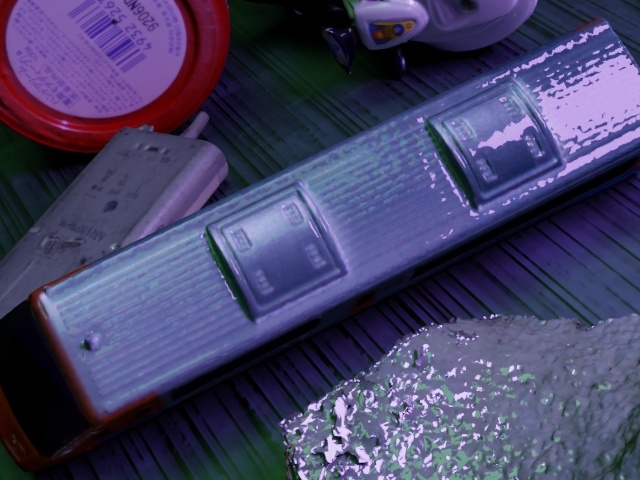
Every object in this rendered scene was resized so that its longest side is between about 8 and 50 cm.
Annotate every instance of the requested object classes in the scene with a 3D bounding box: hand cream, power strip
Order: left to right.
[{"bbox_3d":[-0.163,-0.168,0.804,0.193,0.193,0.125,-18,44,0],"label":"hand cream"},{"bbox_3d":[-0.144,-0.001,0.732,0.092,0.034,0.268,11,49,29],"label":"power strip"}]

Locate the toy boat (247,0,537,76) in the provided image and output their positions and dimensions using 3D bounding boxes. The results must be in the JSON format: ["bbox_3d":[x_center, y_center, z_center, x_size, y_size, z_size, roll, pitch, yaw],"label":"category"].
[{"bbox_3d":[0.024,-0.200,0.821,0.141,0.141,0.269,-35,47,-19],"label":"toy boat"}]

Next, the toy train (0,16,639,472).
[{"bbox_3d":[0.000,0.000,0.628,0.409,0.089,0.086,-26,78,-11],"label":"toy train"}]

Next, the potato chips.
[{"bbox_3d":[0.098,0.078,0.552,0.228,0.059,0.167,-11,36,15],"label":"potato chips"}]
